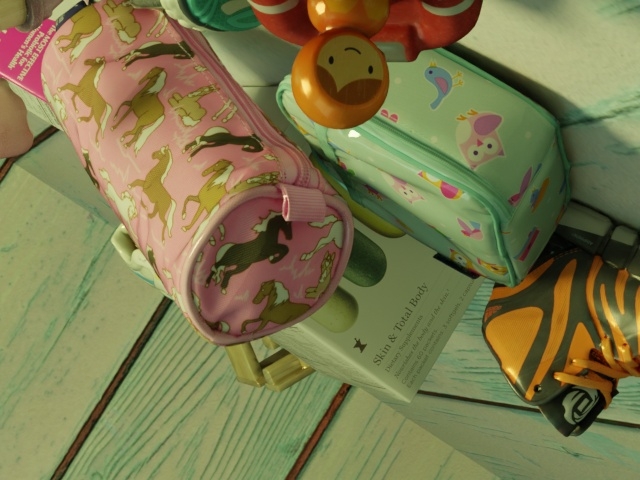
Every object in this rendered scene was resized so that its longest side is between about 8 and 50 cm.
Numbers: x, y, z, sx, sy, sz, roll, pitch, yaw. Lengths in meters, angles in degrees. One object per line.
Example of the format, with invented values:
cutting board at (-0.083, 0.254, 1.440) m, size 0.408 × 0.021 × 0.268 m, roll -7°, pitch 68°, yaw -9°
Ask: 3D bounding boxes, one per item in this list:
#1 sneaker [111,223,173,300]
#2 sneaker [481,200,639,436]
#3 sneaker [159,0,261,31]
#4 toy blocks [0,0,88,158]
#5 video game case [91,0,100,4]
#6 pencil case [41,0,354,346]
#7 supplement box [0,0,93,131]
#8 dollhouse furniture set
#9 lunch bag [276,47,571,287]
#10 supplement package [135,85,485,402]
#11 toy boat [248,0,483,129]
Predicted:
sneaker at (-0.148, 0.025, 2.014) m, size 0.092 × 0.087 × 0.229 m, roll 38°, pitch 164°, yaw -30°
sneaker at (0.274, 0.100, 1.551) m, size 0.321 × 0.180 × 0.124 m, roll 24°, pitch 168°, yaw 39°
sneaker at (-0.054, -0.206, 1.282) m, size 0.110 × 0.107 × 0.275 m, roll 20°, pitch 169°, yaw 10°
toy blocks at (-0.284, -0.260, 1.495) m, size 0.309 × 0.260 × 0.288 m, roll 53°, pitch 148°, yaw 21°
video game case at (-0.281, -0.277, 1.857) m, size 0.183 × 0.023 × 0.201 m, roll 26°, pitch 169°, yaw 33°
pencil case at (-0.112, -0.073, 1.601) m, size 0.386 × 0.160 × 0.167 m, roll 53°, pitch 162°, yaw 47°
supplement box at (-0.311, -0.212, 1.871) m, size 0.220 × 0.111 × 0.114 m, roll 30°, pitch 170°, yaw 7°
dollhouse furniture set at (-0.040, 0.077, 2.136) m, size 0.144 × 0.123 × 0.151 m, roll 8°, pitch 123°, yaw 60°
lunch bag at (0.083, -0.071, 1.499) m, size 0.224 × 0.108 × 0.279 m, roll 29°, pitch 170°, yaw 16°
supplement package at (0.000, 0.000, 1.847) m, size 0.263 × 0.199 × 0.198 m, roll 36°, pitch 169°, yaw -23°
toy boat at (0.016, -0.141, 1.129) m, size 0.151 × 0.151 × 0.231 m, roll 1°, pitch 164°, yaw 11°
